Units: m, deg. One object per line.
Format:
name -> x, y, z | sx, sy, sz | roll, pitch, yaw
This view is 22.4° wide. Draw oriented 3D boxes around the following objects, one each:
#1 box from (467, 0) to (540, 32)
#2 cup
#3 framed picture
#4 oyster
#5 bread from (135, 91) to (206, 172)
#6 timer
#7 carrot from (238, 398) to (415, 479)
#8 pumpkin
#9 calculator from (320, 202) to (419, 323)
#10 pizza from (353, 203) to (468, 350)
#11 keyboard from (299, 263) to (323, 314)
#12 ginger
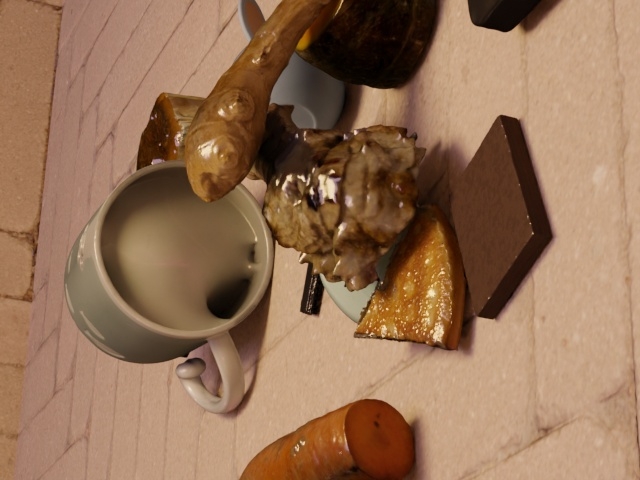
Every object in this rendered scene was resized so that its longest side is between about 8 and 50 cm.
box -> 0.223, -0.391, 1.621 | 0.289, 0.073, 0.290 | 134, 142, -56
cup -> -0.213, 0.089, 2.345 | 0.357, 0.259, 0.274 | 66, 154, 4
framed picture -> 0.178, -0.024, 1.626 | 0.168, 0.023, 0.128 | -99, 28, -43
oyster -> 0.006, -0.081, 1.839 | 0.198, 0.133, 0.337 | -48, 32, 2
bread -> -0.236, -0.135, 2.654 | 0.210, 0.109, 0.192 | -116, 40, -58
timer -> -0.038, -0.238, 2.130 | 0.175, 0.175, 0.255 | 138, 146, -58
carrot -> -0.007, 0.272, 1.822 | 0.302, 0.138, 0.139 | -44, 39, 45
pumpkin -> 0.046, -0.337, 1.984 | 0.222, 0.139, 0.317 | -32, 52, 57
calculator -> 0.053, -0.002, 1.914 | 0.295, 0.042, 0.184 | -131, 55, -63
pizza -> 0.098, 0.071, 1.728 | 0.176, 0.036, 0.185 | -51, 36, 32
keyboard -> 0.000, 0.000, 2.096 | 0.060, 0.018, 0.196 | -173, 94, -77
ginger -> -0.074, -0.179, 1.844 | 0.295, 0.086, 0.131 | -61, 5, -12
